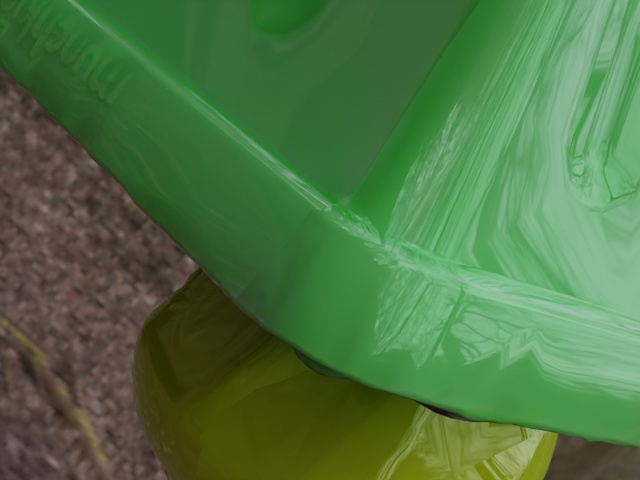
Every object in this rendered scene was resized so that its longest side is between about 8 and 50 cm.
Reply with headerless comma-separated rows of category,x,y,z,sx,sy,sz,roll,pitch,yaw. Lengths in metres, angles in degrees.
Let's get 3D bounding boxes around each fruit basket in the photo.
fruit basket,0.000,0.000,0.545,0.283,0.392,0.392,16,23,-40
